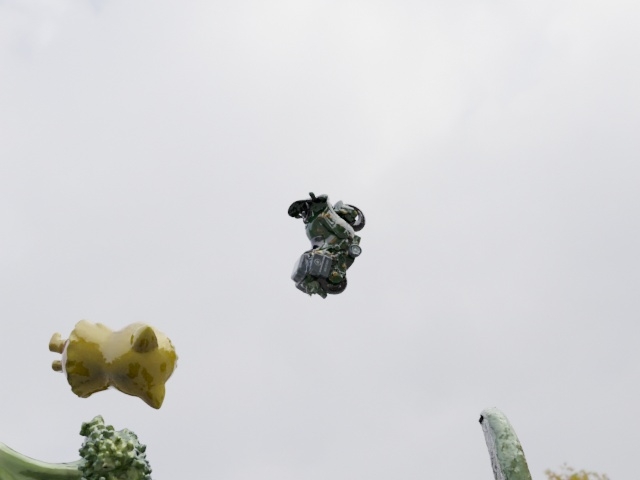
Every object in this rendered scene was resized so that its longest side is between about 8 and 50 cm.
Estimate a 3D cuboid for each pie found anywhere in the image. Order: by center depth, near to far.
[{"bbox_3d":[0.322,0.396,1.272,0.054,0.240,0.240,-17,-43,2],"label":"pie"}]

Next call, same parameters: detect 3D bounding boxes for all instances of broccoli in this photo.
[{"bbox_3d":[-0.334,0.364,0.965,0.236,0.288,0.259,7,-43,12],"label":"broccoli"}]

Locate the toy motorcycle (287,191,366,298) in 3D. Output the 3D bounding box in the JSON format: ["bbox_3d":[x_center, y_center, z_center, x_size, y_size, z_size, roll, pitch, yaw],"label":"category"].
[{"bbox_3d":[0.000,0.000,1.722,0.187,0.274,0.124,23,-37,-9],"label":"toy motorcycle"}]

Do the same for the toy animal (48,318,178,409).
[{"bbox_3d":[-0.369,0.208,1.324,0.230,0.156,0.156,0,-40,19],"label":"toy animal"}]
